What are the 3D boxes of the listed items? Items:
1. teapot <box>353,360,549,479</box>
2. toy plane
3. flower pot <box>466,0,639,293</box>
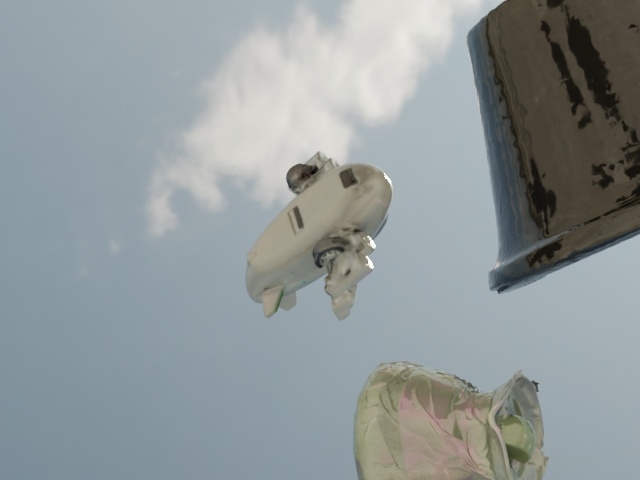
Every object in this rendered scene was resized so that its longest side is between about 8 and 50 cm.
[{"bbox_3d":[0.055,0.081,0.506,0.064,0.083,0.064,-6,-117,26],"label":"teapot"},{"bbox_3d":[-0.002,-0.001,1.156,0.174,0.080,0.174,-27,-131,36],"label":"toy plane"},{"bbox_3d":[0.290,-0.133,1.223,0.379,0.379,0.251,-23,-95,10],"label":"flower pot"}]
